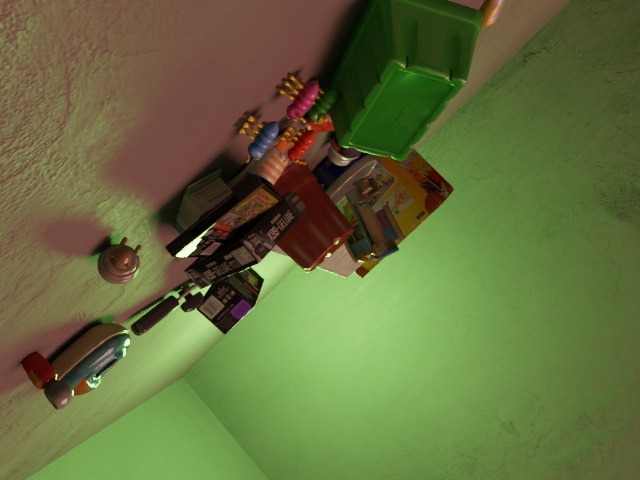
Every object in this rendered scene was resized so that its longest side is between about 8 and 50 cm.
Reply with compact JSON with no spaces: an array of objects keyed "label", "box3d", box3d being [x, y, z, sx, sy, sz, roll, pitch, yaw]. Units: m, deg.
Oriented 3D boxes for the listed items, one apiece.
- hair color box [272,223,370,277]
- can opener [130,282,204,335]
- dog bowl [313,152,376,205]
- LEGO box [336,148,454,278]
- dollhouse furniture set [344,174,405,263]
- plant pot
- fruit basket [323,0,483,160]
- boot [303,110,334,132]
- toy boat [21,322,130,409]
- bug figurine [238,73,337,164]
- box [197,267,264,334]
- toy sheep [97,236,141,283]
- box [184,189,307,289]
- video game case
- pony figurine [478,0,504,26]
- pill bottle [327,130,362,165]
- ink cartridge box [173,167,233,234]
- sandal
[{"label":"hair color box","box3d":[0.000,0.000,2.097,0.185,0.375,0.113,-47,-143,33]},{"label":"can opener","box3d":[-0.484,0.222,1.798,0.074,0.093,0.280,-32,-177,44]},{"label":"dog bowl","box3d":[0.072,-0.230,1.991,0.265,0.104,0.265,-42,173,-7]},{"label":"LEGO box","box3d":[0.215,-0.148,2.232,0.500,0.372,0.193,-47,176,35]},{"label":"dollhouse furniture set","box3d":[0.113,-0.052,1.858,0.198,0.286,0.303,-29,175,21]},{"label":"plant pot","box3d":[-0.056,-0.060,1.721,0.272,0.265,0.272,-41,173,-6]},{"label":"fruit basket","box3d":[0.186,-0.414,1.246,0.392,0.283,0.391,-170,-90,-75]},{"label":"boot","box3d":[-0.001,-0.306,1.435,0.085,0.059,0.158,-30,176,9]},{"label":"toy boat","box3d":[-0.635,0.342,1.444,0.267,0.148,0.318,-43,174,4]},{"label":"bug figurine","box3d":[-0.055,-0.252,1.210,0.216,0.072,0.279,-52,166,19]},{"label":"box","box3d":[-0.324,0.194,2.034,0.165,0.143,0.270,-44,-170,12]},{"label":"toy sheep","box3d":[-0.415,0.048,1.140,0.091,0.091,0.132,-38,177,-36]},{"label":"box","box3d":[-0.206,0.001,1.520,0.308,0.076,0.242,-24,-160,47]},{"label":"video game case","box3d":[-0.214,-0.048,1.296,0.248,0.035,0.275,-38,176,2]},{"label":"pony figurine","box3d":[0.441,-0.619,1.046,0.351,0.302,0.363,-18,153,2]},{"label":"pill bottle","box3d":[0.092,-0.310,1.664,0.108,0.108,0.193,-38,172,-33]},{"label":"ink cartridge box","box3d":[-0.266,-0.077,1.276,0.104,0.061,0.181,-37,172,-35]},{"label":"sandal","box3d":[-0.151,-0.155,1.379,0.265,0.076,0.102,-43,173,4]}]
